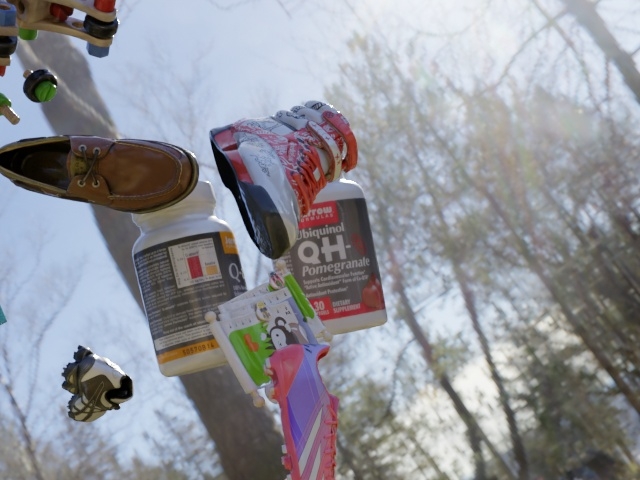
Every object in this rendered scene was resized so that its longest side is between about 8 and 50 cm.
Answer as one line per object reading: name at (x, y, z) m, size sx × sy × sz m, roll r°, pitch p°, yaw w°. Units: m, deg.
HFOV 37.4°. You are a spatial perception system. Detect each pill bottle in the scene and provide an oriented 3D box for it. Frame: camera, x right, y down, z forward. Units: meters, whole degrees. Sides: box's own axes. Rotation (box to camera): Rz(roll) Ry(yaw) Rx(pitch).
pill bottle at (0.000, 0.000, 1.583) m, size 0.177 × 0.318 × 0.176 m, roll -11°, pitch -4°, yaw -1°
pill bottle at (-0.198, 0.059, 1.452) m, size 0.162 × 0.278 × 0.162 m, roll -14°, pitch -7°, yaw -2°

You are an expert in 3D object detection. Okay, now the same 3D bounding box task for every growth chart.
growth chart at (-0.069, 0.135, 1.376) m, size 0.021 × 0.172 × 0.237 m, roll -38°, pitch -3°, yaw 34°

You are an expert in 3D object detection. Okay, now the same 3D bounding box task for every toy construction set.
toy construction set at (-0.491, -0.404, 1.507) m, size 0.257 × 0.237 × 0.308 m, roll -38°, pitch -23°, yaw -22°

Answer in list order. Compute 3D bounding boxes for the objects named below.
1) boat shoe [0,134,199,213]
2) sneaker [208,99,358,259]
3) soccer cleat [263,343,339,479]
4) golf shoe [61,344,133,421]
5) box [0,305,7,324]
boat shoe at (-0.331, -0.097, 1.372) m, size 0.308 × 0.110 × 0.104 m, roll 1°, pitch -3°, yaw 20°
sneaker at (-0.023, -0.077, 0.971) m, size 0.145 × 0.090 × 0.270 m, roll -18°, pitch 26°, yaw -8°
soccer cleat at (-0.009, 0.254, 1.229) m, size 0.095 × 0.247 × 0.083 m, roll -11°, pitch -17°, yaw -9°
golf shoe at (-0.321, 0.229, 1.392) m, size 0.198 × 0.094 × 0.077 m, roll 100°, pitch -169°, yaw -62°
box at (-0.742, 0.078, 1.947) m, size 0.101 × 0.244 × 0.060 m, roll -24°, pitch 2°, yaw -29°
